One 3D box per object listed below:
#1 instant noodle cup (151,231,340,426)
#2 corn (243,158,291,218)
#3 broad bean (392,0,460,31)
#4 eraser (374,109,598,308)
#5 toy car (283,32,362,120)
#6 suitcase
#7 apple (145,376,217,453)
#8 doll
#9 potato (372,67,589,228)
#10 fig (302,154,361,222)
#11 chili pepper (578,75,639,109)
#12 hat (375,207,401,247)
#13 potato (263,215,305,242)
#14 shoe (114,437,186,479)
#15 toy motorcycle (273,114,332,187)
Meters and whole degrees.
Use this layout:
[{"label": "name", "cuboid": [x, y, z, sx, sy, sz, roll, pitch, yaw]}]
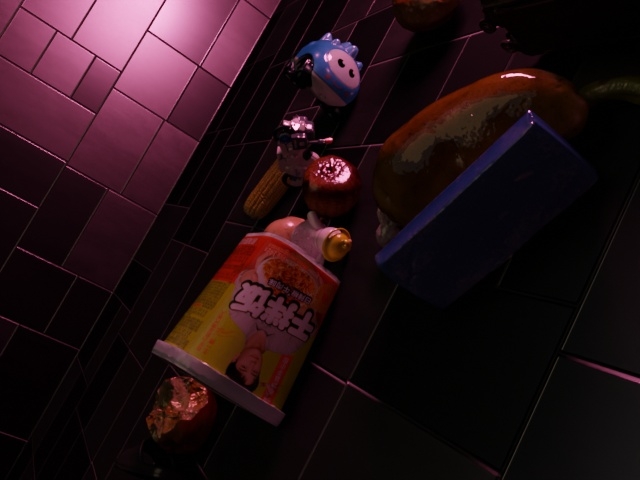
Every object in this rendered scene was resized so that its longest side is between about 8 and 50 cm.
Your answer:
[{"label": "instant noodle cup", "cuboid": [-0.131, 0.162, 1.248, 0.294, 0.294, 0.307, -3, 52, 60]}, {"label": "corn", "cuboid": [-0.128, -0.163, 1.787, 0.248, 0.081, 0.081, -51, 26, 16]}, {"label": "broad bean", "cuboid": [0.256, -0.570, 1.502, 0.156, 0.122, 0.228, -28, 32, -5]}, {"label": "eraser", "cuboid": [0.232, -0.030, 0.908, 0.312, 0.144, 0.042, -45, 26, 26]}, {"label": "toy car", "cuboid": [0.025, -0.466, 1.729, 0.190, 0.188, 0.255, -46, 25, 10]}, {"label": "suitcase", "cuboid": [0.440, -0.445, 0.943, 0.283, 0.194, 0.434, -60, 27, -4]}, {"label": "apple", "cuboid": [-0.313, 0.400, 1.426, 0.156, 0.147, 0.158, -7, 60, 19]}, {"label": "doll", "cuboid": [0.000, 0.000, 1.362, 0.207, 0.081, 0.129, 9, 109, 58]}, {"label": "potato", "cuboid": [0.235, -0.136, 0.995, 0.369, 0.176, 0.195, -33, 37, 32]}, {"label": "fig", "cuboid": [0.017, -0.085, 1.434, 0.146, 0.134, 0.201, -63, -11, -47]}, {"label": "chili pepper", "cuboid": [0.429, -0.201, 0.864, 0.049, 0.043, 0.208, -47, 25, -6]}, {"label": "hat", "cuboid": [0.141, -0.065, 1.182, 0.112, 0.094, 0.162, 39, -105, -89]}, {"label": "potato", "cuboid": [-0.088, 0.009, 1.497, 0.112, 0.112, 0.147, 3, 71, 62]}, {"label": "shoe", "cuboid": [-0.385, 0.515, 1.471, 0.241, 0.108, 0.093, -13, 49, 48]}, {"label": "toy motorcycle", "cuboid": [-0.036, -0.211, 1.569, 0.150, 0.221, 0.102, -1, 50, 7]}]
